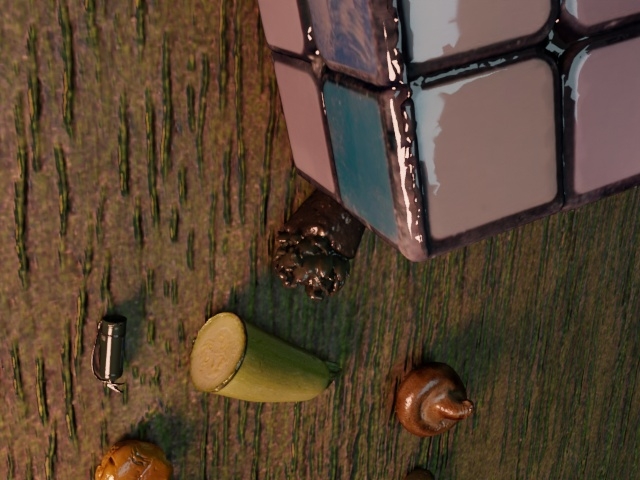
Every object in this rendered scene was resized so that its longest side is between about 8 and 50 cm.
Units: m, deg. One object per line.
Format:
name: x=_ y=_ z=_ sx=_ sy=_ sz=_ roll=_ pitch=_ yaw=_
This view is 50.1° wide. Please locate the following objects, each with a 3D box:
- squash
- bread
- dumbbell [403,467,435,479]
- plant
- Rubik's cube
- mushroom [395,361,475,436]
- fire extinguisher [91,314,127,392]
squash: x=-0.047 y=0.151 z=0.832 sx=0.224 sy=0.094 sz=0.094 roll=22 pitch=91 yaw=-45
bread: x=-0.210 y=0.260 z=0.765 sx=0.081 sy=0.046 sz=0.083 roll=-32 pitch=120 yaw=-26
dumbbell: x=0.166 y=0.417 z=1.084 sx=0.052 sy=0.046 sz=0.118 roll=-32 pitch=120 yaw=-29
plant: x=0.000 y=0.000 z=0.806 sx=0.094 sy=0.092 sz=0.143 roll=39 pitch=73 yaw=-44
Rubik's cube: x=0.134 y=-0.207 z=0.661 sx=0.313 sy=0.318 sz=0.316 roll=-19 pitch=118 yaw=-15
mushroom: x=0.164 y=0.231 z=1.000 sx=0.109 sy=0.085 sz=0.126 roll=-20 pitch=124 yaw=10
fire extinguisher: x=-0.224 y=0.121 z=0.726 sx=0.038 sy=0.025 sz=0.083 roll=7 pitch=103 yaw=2
